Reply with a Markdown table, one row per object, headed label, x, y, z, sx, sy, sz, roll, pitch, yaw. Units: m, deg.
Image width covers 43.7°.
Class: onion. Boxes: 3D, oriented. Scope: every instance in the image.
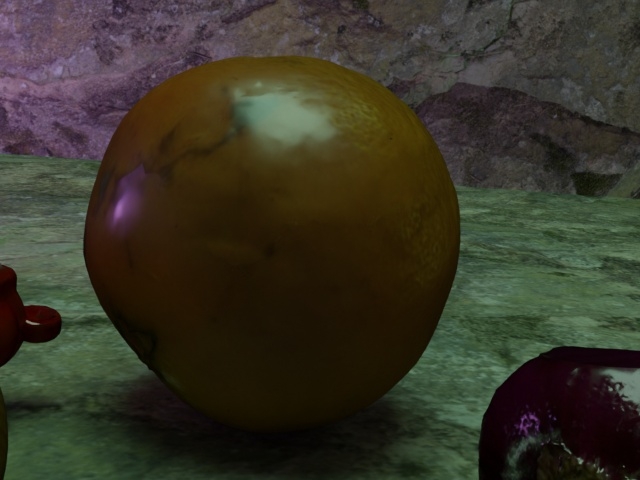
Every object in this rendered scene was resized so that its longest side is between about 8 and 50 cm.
| label | x | y | z | sx | sy | sz | roll | pitch | yaw |
| --- | --- | --- | --- | --- | --- | --- | --- | --- | --- |
| onion | 0.219 | 0.141 | 0.528 | 0.195 | 0.140 | 0.218 | 6 | 5 | 43 |

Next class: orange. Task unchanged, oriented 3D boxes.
| label | x | y | z | sx | sy | sz | roll | pitch | yaw |
| --- | --- | --- | --- | --- | --- | --- | --- | --- | --- |
| orange | -0.036 | -0.002 | 0.654 | 0.312 | 0.312 | 0.312 | 5 | 11 | -1 |

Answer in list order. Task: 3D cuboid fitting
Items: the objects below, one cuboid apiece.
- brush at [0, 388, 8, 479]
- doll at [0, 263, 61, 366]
| label | x | y | z | sx | sy | sz | roll | pitch | yaw |
| --- | --- | --- | --- | --- | --- | --- | --- | --- | --- |
| brush | -0.297 | 0.104 | 0.389 | 0.267 | 0.174 | 0.166 | -13 | 9 | -29 |
| doll | -0.363 | 0.062 | 0.553 | 0.363 | 0.160 | 0.182 | 1 | 19 | -34 |
